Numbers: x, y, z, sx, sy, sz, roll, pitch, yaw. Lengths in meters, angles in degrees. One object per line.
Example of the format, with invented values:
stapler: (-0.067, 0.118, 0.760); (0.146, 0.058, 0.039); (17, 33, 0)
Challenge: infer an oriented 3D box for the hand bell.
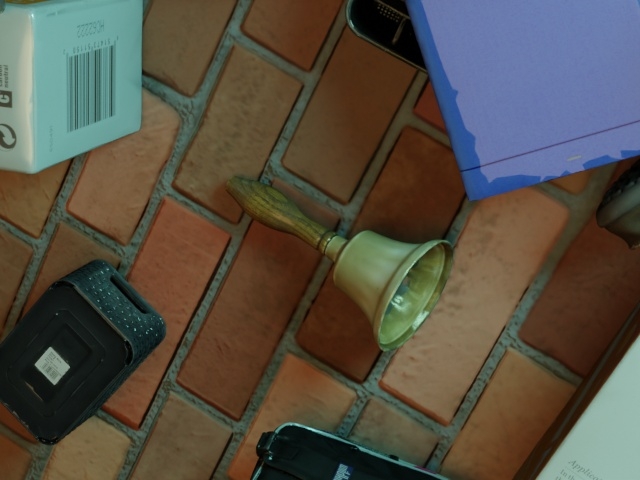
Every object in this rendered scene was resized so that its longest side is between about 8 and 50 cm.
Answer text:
hand bell: (0.000, 0.000, 1.462); (0.242, 0.126, 0.126); (30, 114, 23)

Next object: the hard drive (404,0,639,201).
hard drive: (0.184, -0.213, 1.267); (0.210, 0.040, 0.318); (-16, 100, 18)

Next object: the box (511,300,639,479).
box: (0.306, 0.196, 1.325); (0.168, 0.215, 0.345); (34, 114, 8)

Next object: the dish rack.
dish rack: (0.169, -0.273, 1.314); (0.208, 0.074, 0.271); (28, 112, 5)

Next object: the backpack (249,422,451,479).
backpack: (0.037, 0.328, 1.466); (0.253, 0.225, 0.191); (14, 132, 12)

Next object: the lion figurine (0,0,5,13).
lion figurine: (-0.273, -0.419, 1.340); (0.240, 0.142, 0.392); (-39, 54, 30)

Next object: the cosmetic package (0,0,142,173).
cosmetic package: (-0.435, -0.194, 1.486); (0.453, 0.230, 0.161); (8, 107, 18)

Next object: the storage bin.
storage bin: (-0.275, 0.124, 1.597); (0.122, 0.084, 0.180); (45, 114, 3)

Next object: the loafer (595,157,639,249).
loafer: (0.419, -0.059, 1.253); (0.366, 0.134, 0.130); (-22, 99, 24)
